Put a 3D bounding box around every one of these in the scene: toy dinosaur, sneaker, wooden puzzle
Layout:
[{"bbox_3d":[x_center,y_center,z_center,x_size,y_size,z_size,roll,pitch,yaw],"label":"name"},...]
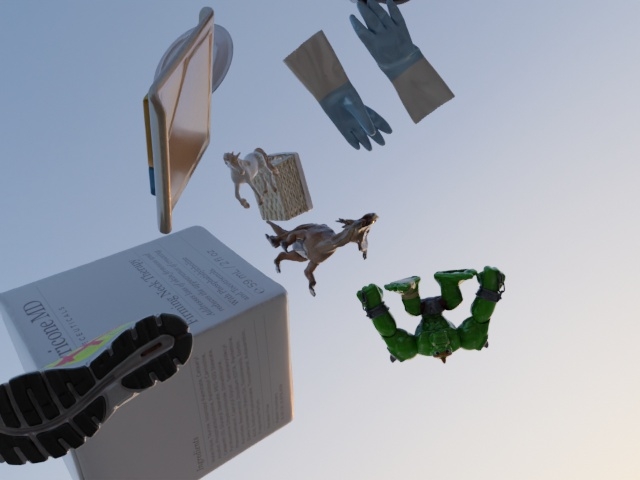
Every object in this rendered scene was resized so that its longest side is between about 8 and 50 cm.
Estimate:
[{"bbox_3d":[0.000,0.000,1.192,0.200,0.296,0.127,-32,-63,-22],"label":"toy dinosaur"},{"bbox_3d":[-0.223,0.139,0.517,0.209,0.094,0.081,-25,-84,-19],"label":"sneaker"},{"bbox_3d":[-0.189,-0.162,0.715,0.044,0.238,0.220,12,-42,-4],"label":"wooden puzzle"}]

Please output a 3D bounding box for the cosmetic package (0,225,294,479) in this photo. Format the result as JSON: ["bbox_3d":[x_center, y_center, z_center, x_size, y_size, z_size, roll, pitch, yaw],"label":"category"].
[{"bbox_3d":[-0.300,0.225,0.986,0.394,0.329,0.327,-23,-53,-34],"label":"cosmetic package"}]

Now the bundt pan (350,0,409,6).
[{"bbox_3d":[0.073,-0.552,0.877,0.331,0.124,0.330,-5,-72,-15],"label":"bundt pan"}]

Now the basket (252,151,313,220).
[{"bbox_3d":[-0.108,-0.138,1.410,0.103,0.113,0.167,-37,-60,-42],"label":"basket"}]

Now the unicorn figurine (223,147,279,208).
[{"bbox_3d":[-0.124,-0.115,0.920,0.060,0.162,0.111,-17,-67,14],"label":"unicorn figurine"}]

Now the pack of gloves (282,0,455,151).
[{"bbox_3d":[0.085,-0.260,0.878,0.195,0.046,0.232,-33,-60,20],"label":"pack of gloves"}]

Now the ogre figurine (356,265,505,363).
[{"bbox_3d":[0.161,0.105,0.746,0.197,0.097,0.118,-12,-85,-14],"label":"ogre figurine"}]

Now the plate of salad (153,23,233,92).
[{"bbox_3d":[-0.252,-0.343,1.071,0.200,0.199,0.048,-38,-30,11],"label":"plate of salad"}]
